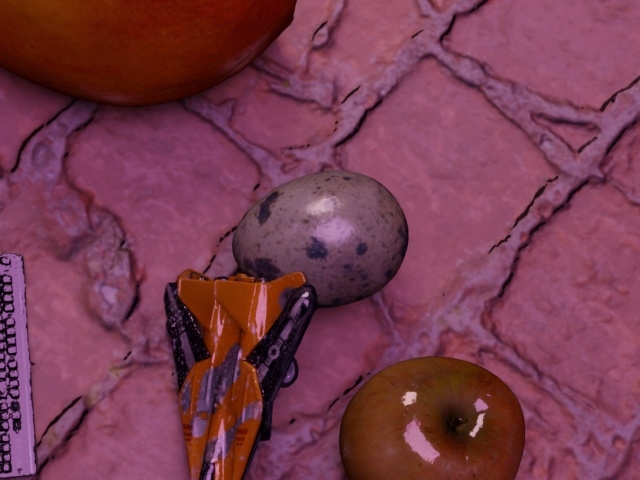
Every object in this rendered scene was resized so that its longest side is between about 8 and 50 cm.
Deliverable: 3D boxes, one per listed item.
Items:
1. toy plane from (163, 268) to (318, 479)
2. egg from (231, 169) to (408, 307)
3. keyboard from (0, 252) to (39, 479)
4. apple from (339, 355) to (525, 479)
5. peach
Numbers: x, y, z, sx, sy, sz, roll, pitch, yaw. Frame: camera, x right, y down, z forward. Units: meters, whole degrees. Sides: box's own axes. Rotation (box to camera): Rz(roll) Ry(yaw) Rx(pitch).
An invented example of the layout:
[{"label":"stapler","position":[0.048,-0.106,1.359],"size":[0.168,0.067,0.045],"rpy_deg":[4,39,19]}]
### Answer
[{"label":"toy plane","position":[-0.086,0.188,1.780],"size":[0.103,0.204,0.316],"rpy_deg":[-2,92,-50]},{"label":"egg","position":[0.000,0.000,1.822],"size":[0.182,0.141,0.141],"rpy_deg":[-9,78,-4]},{"label":"keyboard","position":[-0.334,0.126,1.791],"size":[0.094,0.025,0.230],"rpy_deg":[-5,78,-9]},{"label":"apple","position":[0.109,0.203,1.790],"size":[0.182,0.155,0.182],"rpy_deg":[8,63,-16]},{"label":"peach","position":[-0.200,-0.290,1.794],"size":[0.380,0.242,0.306],"rpy_deg":[-1,92,-16]}]
